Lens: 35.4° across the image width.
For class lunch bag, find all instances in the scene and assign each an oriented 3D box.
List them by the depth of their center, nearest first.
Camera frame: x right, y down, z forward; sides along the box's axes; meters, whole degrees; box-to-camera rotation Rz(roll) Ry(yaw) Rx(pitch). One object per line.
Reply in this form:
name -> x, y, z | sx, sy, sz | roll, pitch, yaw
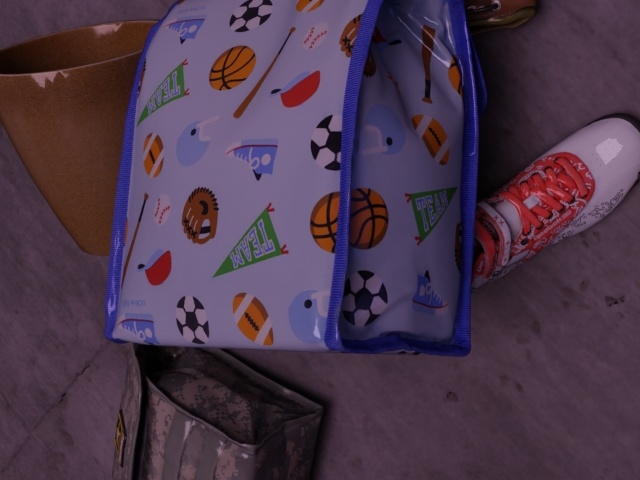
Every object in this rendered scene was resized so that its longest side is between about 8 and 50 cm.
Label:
lunch bag -> -0.022, -0.084, 0.977 | 0.328, 0.239, 0.385 | -4, 82, 40
lunch bag -> -0.163, 0.270, 1.282 | 0.287, 0.169, 0.235 | 24, 115, 31

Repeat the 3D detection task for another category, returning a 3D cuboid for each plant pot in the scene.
plant pot -> -0.272, -0.118, 1.238 | 0.237, 0.237, 0.254 | 6, 117, 28

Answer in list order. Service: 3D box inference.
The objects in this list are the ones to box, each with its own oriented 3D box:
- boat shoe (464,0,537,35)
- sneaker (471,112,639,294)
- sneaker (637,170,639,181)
boat shoe -> 0.077, -0.228, 1.064 | 0.307, 0.111, 0.104 | -18, 91, 31
sneaker -> 0.207, -0.025, 1.015 | 0.270, 0.145, 0.090 | -37, 82, 30
sneaker -> 0.361, -0.037, 0.969 | 0.106, 0.078, 0.234 | 6, 100, 31
